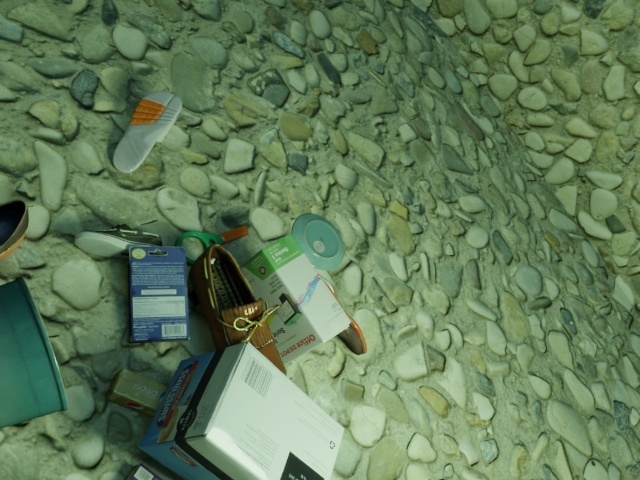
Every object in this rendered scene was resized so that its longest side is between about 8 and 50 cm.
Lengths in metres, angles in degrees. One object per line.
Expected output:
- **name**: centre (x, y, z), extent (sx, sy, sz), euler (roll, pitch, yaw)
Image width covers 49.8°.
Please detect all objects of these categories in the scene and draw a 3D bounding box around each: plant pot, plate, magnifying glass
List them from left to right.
- **plant pot**: centre (-0.637, 0.236, 1.268), extent (0.255, 0.271, 0.272), euler (-20, 77, -27)
- **magnifying glass**: centre (-0.285, 0.004, 1.829), extent (0.231, 0.026, 0.092), euler (-23, 79, -41)
- **plate**: centre (0.000, 0.000, 2.048), extent (0.188, 0.024, 0.188), euler (20, 54, -29)

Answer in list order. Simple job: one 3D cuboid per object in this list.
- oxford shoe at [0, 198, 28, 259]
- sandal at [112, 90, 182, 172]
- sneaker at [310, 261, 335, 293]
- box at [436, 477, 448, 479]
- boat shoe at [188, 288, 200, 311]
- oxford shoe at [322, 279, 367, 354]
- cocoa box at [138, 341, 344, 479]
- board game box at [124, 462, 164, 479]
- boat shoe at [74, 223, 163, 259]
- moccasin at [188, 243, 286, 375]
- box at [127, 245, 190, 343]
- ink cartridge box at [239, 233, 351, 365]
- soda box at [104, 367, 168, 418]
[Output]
- **oxford shoe**: centre (-0.736, 0.033, 1.384), extent (0.130, 0.132, 0.364), euler (42, 47, -11)
- **sandal**: centre (-0.467, -0.283, 1.833), extent (0.102, 0.076, 0.265), euler (30, 69, -2)
- **sneaker**: centre (-0.032, 0.119, 1.940), extent (0.075, 0.057, 0.161), euler (-43, 96, -26)
- **box**: centre (0.217, 0.878, 1.495), extent (0.472, 0.297, 0.480), euler (52, 47, 3)
- **boat shoe**: centre (-0.313, 0.144, 1.709), extent (0.125, 0.038, 0.046), euler (-34, 87, -44)
- **oxford shoe**: centre (0.027, 0.226, 1.895), extent (0.098, 0.097, 0.271), euler (-42, 105, -19)
- **cocoa box**: centre (-0.160, 0.423, 1.480), extent (0.347, 0.228, 0.231), euler (46, 44, -26)
- **board game box**: centre (-0.300, 0.647, 1.412), extent (0.347, 0.056, 0.208), euler (42, 42, -9)
- **boat shoe**: centre (-0.480, 0.000, 1.647), extent (0.219, 0.077, 0.070), euler (15, 56, -40)
- **moccasin**: centre (-0.184, 0.179, 1.629), extent (0.139, 0.147, 0.380), euler (-7, 60, -35)
- **box**: centre (-0.382, 0.126, 1.625), extent (0.136, 0.036, 0.225), euler (1, 76, -24)
- **ink cartridge box**: centre (-0.084, 0.156, 1.764), extent (0.117, 0.201, 0.278), euler (-31, 85, -44)
- **soda box**: centre (-0.375, 0.349, 1.524), extent (0.181, 0.058, 0.061), euler (30, 50, -21)
